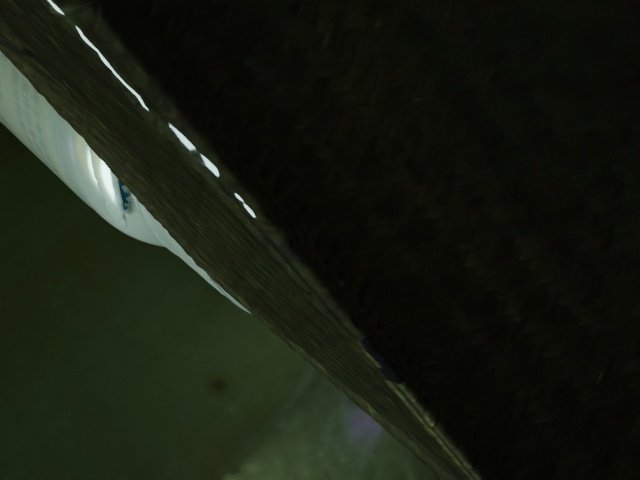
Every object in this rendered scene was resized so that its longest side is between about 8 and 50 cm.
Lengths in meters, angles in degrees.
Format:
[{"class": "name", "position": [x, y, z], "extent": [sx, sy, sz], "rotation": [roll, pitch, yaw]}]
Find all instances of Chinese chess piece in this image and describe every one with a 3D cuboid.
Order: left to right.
[{"class": "Chinese chess piece", "position": [-0.094, 0.059, 0.881], "extent": [0.349, 0.349, 0.146], "rotation": [39, 167, 45]}]

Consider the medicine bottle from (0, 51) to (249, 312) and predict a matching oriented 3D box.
[{"class": "medicine bottle", "position": [-0.063, -0.077, 0.779], "extent": [0.258, 0.143, 0.143], "rotation": [41, 171, 43]}]

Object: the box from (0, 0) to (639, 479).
[{"class": "box", "position": [0.000, -0.071, 0.447], "extent": [0.184, 0.143, 0.273], "rotation": [38, 170, 48]}]
